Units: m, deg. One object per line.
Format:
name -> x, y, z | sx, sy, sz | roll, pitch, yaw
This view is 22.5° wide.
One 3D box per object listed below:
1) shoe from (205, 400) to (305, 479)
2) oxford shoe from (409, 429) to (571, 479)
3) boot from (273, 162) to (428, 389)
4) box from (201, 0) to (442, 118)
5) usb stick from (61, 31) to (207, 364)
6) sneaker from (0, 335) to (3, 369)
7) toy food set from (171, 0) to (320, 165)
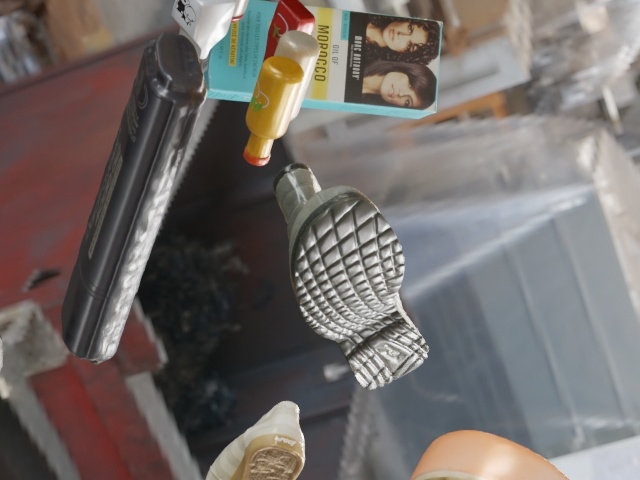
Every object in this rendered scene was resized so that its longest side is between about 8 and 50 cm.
shoe -> -0.066, 0.231, 1.543 | 0.076, 0.219, 0.058 | 15, 47, -17
oxford shoe -> 0.055, 0.252, 0.905 | 0.133, 0.130, 0.364 | -55, 159, -35
boot -> 0.000, 0.000, 1.222 | 0.161, 0.083, 0.246 | 59, -5, 33
box -> 0.001, -0.189, 1.675 | 0.060, 0.244, 0.100 | 176, -82, -76
usb stick -> -0.139, -0.024, 1.165 | 0.077, 0.045, 0.278 | -103, -152, -46
sneaker -> -0.346, 0.104, 0.880 | 0.145, 0.384, 0.147 | 45, 38, -61
toy food set -> -0.078, -0.181, 1.525 | 0.111, 0.104, 0.232 | -13, 47, -39
